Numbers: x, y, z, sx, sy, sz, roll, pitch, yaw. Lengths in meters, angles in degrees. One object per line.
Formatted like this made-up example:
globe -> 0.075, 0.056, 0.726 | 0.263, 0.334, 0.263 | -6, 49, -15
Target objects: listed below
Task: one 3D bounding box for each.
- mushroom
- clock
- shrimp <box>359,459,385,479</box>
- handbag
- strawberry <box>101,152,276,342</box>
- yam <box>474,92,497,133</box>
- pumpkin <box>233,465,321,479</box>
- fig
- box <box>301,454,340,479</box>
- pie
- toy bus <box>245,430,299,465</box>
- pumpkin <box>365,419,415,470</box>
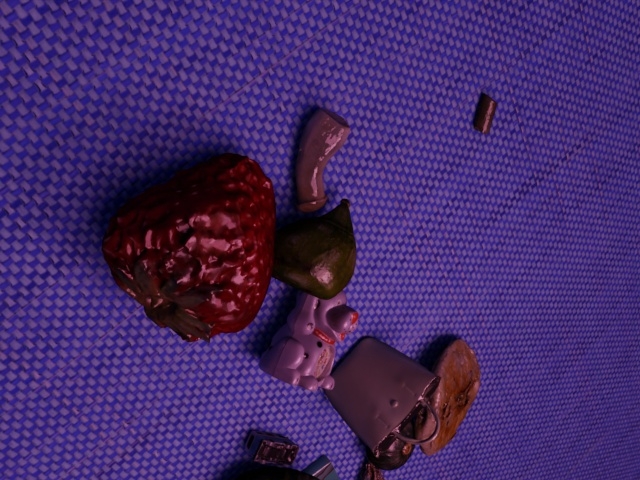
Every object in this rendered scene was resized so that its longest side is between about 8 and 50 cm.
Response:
mushroom -> -0.010, -0.164, 1.440 | 0.092, 0.081, 0.223 | 12, 107, -17
clock -> -0.015, 0.202, 1.558 | 0.189, 0.189, 0.254 | 24, 90, -39
shrimp -> 0.147, 0.691, 1.938 | 0.090, 0.079, 0.233 | -23, 117, -30
handbag -> 0.161, 0.380, 1.650 | 0.241, 0.315, 0.109 | -49, 127, -6
strawberry -> -0.220, -0.010, 1.280 | 0.317, 0.295, 0.345 | 41, 52, -23
yam -> 0.407, -0.312, 1.675 | 0.043, 0.043, 0.094 | 3, 110, -35
pumpkin -> -0.103, 0.684, 1.648 | 0.300, 0.207, 0.300 | 4, 132, 5
fig -> 0.000, 0.000, 1.457 | 0.203, 0.203, 0.235 | 36, 79, -39
box -> -0.010, 0.711, 1.861 | 0.162, 0.041, 0.229 | -32, 125, -18
pie -> 0.359, 0.443, 1.914 | 0.339, 0.077, 0.339 | -26, 122, -51
toy bus -> -0.121, 0.508, 1.672 | 0.123, 0.075, 0.060 | 23, 92, -39
pumpkin -> 0.194, 0.546, 1.869 | 0.167, 0.125, 0.167 | -9, 105, -36
